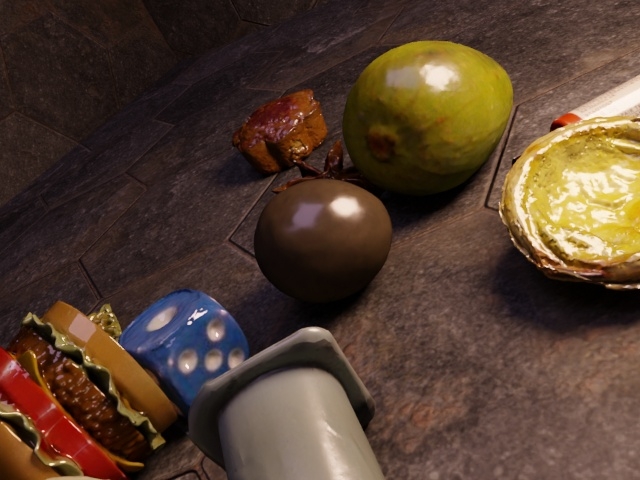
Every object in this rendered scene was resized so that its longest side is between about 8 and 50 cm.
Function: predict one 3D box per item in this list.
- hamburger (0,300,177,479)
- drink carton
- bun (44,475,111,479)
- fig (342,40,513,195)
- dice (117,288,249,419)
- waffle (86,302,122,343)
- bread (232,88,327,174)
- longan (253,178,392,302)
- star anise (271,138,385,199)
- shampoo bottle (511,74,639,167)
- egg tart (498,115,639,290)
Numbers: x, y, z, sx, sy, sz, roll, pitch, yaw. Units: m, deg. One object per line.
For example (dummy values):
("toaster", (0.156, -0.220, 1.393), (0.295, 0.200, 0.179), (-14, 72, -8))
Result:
("hamburger", (-0.344, 0.234, 0.744), (0.274, 0.274, 0.212), (6, 44, 46))
("drink carton", (-0.017, 0.237, 0.570), (0.191, 0.185, 0.189), (-28, 41, -1))
("bun", (-0.263, 0.359, 0.583), (0.220, 0.220, 0.134), (-54, 8, -36))
("fig", (0.200, -0.225, 0.994), (0.326, 0.258, 0.258), (-32, 27, -28))
("dice", (-0.203, 0.166, 0.849), (0.146, 0.146, 0.143), (3, 41, 45))
("waffle", (-0.454, 0.227, 1.067), (0.204, 0.054, 0.223), (-39, 31, -11))
("bread", (-0.103, -0.271, 1.438), (0.246, 0.135, 0.232), (-27, 30, 4))
("longan", (0.000, 0.000, 0.879), (0.220, 0.196, 0.196), (-1, 41, 38))
("star anise", (0.030, -0.104, 1.096), (0.212, 0.111, 0.196), (9, 52, 37))
("shampoo bottle", (0.417, -0.158, 0.841), (0.278, 0.104, 0.104), (-28, 30, 4))
("egg tart", (0.363, -0.044, 0.712), (0.279, 0.095, 0.279), (-14, 47, 15))
